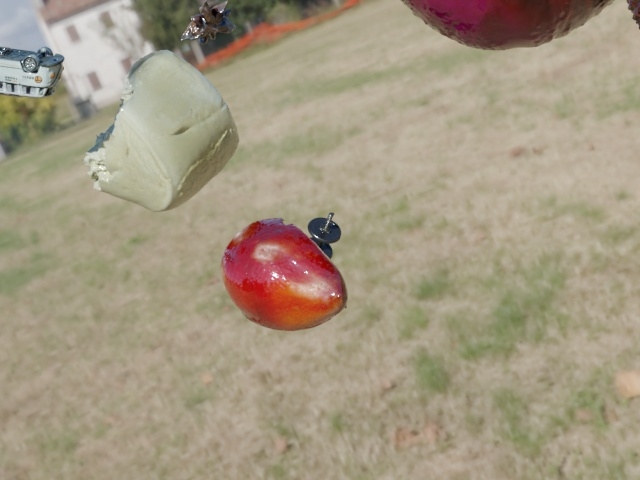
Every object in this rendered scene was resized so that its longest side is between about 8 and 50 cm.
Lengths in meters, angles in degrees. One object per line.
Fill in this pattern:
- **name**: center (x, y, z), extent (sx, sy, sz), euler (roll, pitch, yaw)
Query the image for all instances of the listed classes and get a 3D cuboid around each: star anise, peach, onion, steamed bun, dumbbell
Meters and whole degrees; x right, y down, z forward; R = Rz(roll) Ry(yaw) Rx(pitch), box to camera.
- **star anise**: center (-0.229, -0.471, 2.239), extent (0.129, 0.056, 0.124), euler (-1, -44, -50)
- **peach**: center (-0.074, 0.062, 1.706), extent (0.154, 0.158, 0.267), euler (-35, 34, -14)
- **onion**: center (0.282, -0.431, 1.495), extent (0.398, 0.398, 0.420), euler (-22, -24, 3)
- **steamed bun**: center (-0.326, -0.231, 2.106), extent (0.274, 0.272, 0.290), euler (25, 57, 12)
- **dumbbell**: center (0.000, 0.000, 2.016), extent (0.069, 0.069, 0.147), euler (-35, -25, -44)

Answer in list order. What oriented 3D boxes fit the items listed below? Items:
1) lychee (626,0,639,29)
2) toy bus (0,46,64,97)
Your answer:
- **lychee**: center (0.773, -0.518, 2.125), extent (0.300, 0.264, 0.264), euler (-6, 10, -11)
- **toy bus**: center (-0.561, -0.307, 1.863), extent (0.194, 0.089, 0.087), euler (8, 24, 4)
